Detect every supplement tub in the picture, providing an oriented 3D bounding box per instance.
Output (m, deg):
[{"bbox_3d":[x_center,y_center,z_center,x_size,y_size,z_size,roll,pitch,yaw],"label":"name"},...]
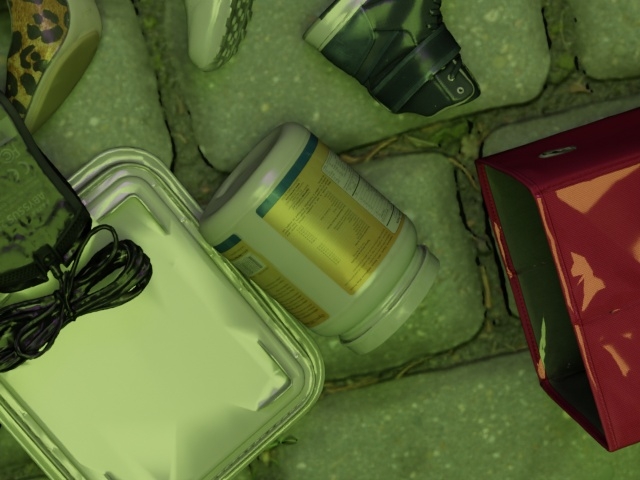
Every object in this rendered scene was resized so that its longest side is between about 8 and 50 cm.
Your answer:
[{"bbox_3d":[0.000,0.000,1.621,0.200,0.144,0.144,41,93,-11],"label":"supplement tub"}]

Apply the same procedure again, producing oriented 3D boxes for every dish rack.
[{"bbox_3d":[-0.179,0.107,1.638,0.285,0.072,0.333,-41,100,-7],"label":"dish rack"}]

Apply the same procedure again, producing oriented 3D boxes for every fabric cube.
[{"bbox_3d":[0.322,0.013,1.606,0.258,0.254,0.259,-18,101,-3],"label":"fabric cube"}]

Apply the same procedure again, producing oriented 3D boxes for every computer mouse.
[{"bbox_3d":[-0.297,-0.030,1.557,0.188,0.072,0.272,-32,95,-9],"label":"computer mouse"}]

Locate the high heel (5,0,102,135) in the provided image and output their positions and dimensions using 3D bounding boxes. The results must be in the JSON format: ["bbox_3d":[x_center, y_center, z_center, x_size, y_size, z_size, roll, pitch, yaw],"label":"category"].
[{"bbox_3d":[-0.294,-0.233,1.596,0.186,0.093,0.261,29,107,10],"label":"high heel"}]

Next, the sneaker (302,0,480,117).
[{"bbox_3d":[0.117,-0.221,1.620,0.163,0.086,0.226,43,102,-1],"label":"sneaker"}]

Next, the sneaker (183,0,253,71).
[{"bbox_3d":[-0.104,-0.277,1.603,0.095,0.090,0.235,10,95,5],"label":"sneaker"}]
